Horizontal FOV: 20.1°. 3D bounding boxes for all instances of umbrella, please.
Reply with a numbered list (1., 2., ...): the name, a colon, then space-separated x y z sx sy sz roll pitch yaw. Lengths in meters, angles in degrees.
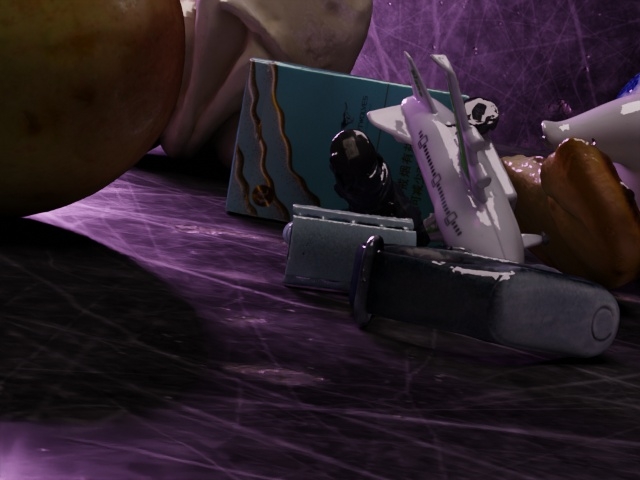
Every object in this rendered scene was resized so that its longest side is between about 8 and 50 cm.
1. umbrella: 0.048 -0.034 1.623 0.080 0.071 0.224 8 -20 15

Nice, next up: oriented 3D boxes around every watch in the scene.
1. watch: 0.113 0.040 1.383 0.206 0.068 0.193 7 4 -42

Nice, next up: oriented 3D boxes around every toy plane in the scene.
1. toy plane: 0.137 -0.057 1.713 0.101 0.251 0.255 -18 55 -18

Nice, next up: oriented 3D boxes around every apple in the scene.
1. apple: -0.294 -0.172 1.552 0.338 0.338 0.305 17 30 42

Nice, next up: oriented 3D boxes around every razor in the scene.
1. razor: 0.000 0.000 1.578 0.106 0.068 0.232 8 3 -14

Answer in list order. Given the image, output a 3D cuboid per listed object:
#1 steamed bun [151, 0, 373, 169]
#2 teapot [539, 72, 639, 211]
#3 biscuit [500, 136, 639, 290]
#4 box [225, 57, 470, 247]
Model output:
1. steamed bun: -0.120 -0.202 2.250 0.352 0.247 0.339 -20 9 -40
2. teapot: 0.374 -0.055 1.851 0.280 0.252 0.424 -26 -34 28
3. biscuit: 0.231 -0.021 1.717 0.045 0.154 0.299 -28 4 -11
4. box: 0.027 -0.090 1.854 0.229 0.162 0.041 10 7 3
